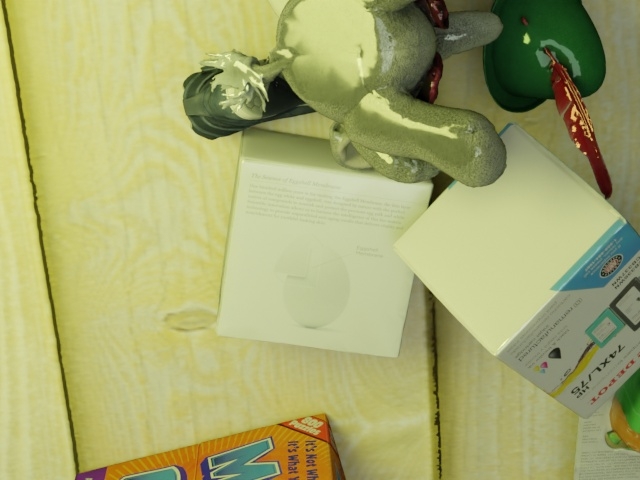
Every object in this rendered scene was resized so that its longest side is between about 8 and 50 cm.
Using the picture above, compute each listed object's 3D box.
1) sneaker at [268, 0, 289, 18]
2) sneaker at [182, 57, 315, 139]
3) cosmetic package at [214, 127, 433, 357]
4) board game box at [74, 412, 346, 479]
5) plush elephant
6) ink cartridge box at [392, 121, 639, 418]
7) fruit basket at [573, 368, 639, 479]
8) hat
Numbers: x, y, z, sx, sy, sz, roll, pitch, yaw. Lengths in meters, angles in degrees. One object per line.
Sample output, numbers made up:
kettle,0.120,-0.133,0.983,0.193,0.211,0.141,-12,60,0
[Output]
sneaker,-0.037,-0.313,1.363,0.080,0.094,0.212,-22,111,5
sneaker,-0.055,-0.176,1.425,0.226,0.163,0.086,-13,93,-39
cosmetic package,0.000,0.000,1.462,0.224,0.138,0.225,8,112,-6
board game box,-0.112,0.493,1.532,0.356,0.356,0.356,-14,111,3
plush elephant,0.075,-0.204,1.279,0.330,0.255,0.272,-3,105,27
ink cartridge box,0.262,0.041,1.389,0.198,0.197,0.270,-47,141,7
fruit basket,0.493,0.241,1.592,0.327,0.165,0.353,-4,127,0
hat,0.300,-0.194,1.343,0.173,0.183,0.208,-27,126,-31
